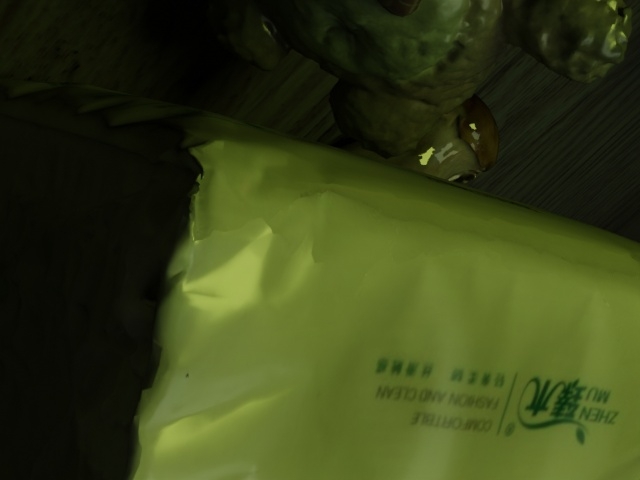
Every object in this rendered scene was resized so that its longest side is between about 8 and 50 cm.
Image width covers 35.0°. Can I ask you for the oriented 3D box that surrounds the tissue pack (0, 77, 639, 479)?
[{"bbox_3d":[-0.002,0.055,0.547,0.381,0.297,0.207,12,95,-37],"label":"tissue pack"}]

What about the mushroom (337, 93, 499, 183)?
[{"bbox_3d":[0.000,0.000,0.799,0.350,0.128,0.128,-40,159,-14],"label":"mushroom"}]

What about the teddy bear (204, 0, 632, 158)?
[{"bbox_3d":[0.046,-0.155,0.475,0.151,0.236,0.267,-59,-174,-17],"label":"teddy bear"}]
